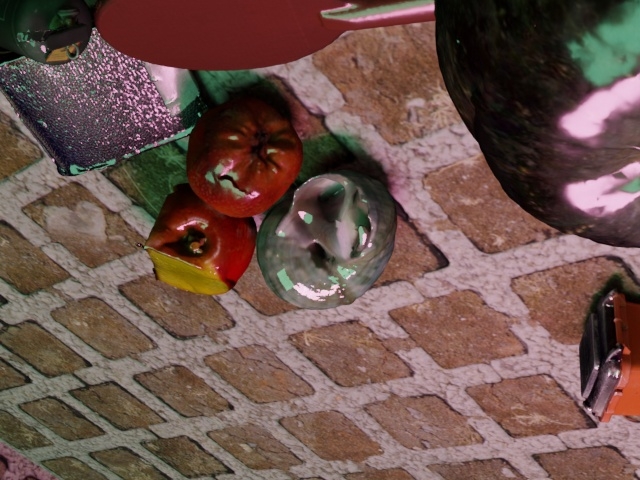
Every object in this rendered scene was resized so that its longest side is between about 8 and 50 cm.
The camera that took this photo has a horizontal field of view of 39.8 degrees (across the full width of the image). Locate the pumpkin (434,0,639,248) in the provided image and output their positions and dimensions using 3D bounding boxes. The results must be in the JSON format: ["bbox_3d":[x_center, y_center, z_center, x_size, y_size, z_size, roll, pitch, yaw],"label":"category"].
[{"bbox_3d":[0.322,-0.196,0.798,0.454,0.344,0.454,8,150,4],"label":"pumpkin"}]

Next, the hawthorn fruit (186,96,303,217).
[{"bbox_3d":[-0.112,-0.118,1.245,0.173,0.179,0.174,-2,107,-8],"label":"hawthorn fruit"}]

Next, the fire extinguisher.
[{"bbox_3d":[-0.364,-0.271,1.071,0.311,0.114,0.095,24,121,40],"label":"fire extinguisher"}]

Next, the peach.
[{"bbox_3d":[-0.181,0.005,1.412,0.154,0.159,0.267,24,162,2],"label":"peach"}]

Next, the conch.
[{"bbox_3d":[0.000,0.000,1.335,0.277,0.195,0.220,8,133,53],"label":"conch"}]

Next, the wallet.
[{"bbox_3d":[-0.307,-0.212,1.248,0.262,0.071,0.221,-15,133,11],"label":"wallet"}]

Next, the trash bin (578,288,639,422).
[{"bbox_3d":[0.522,0.177,1.328,0.238,0.161,0.184,5,140,7],"label":"trash bin"}]

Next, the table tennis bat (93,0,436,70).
[{"bbox_3d":[-0.064,-0.265,1.049,0.414,0.051,0.268,-4,169,10],"label":"table tennis bat"}]
